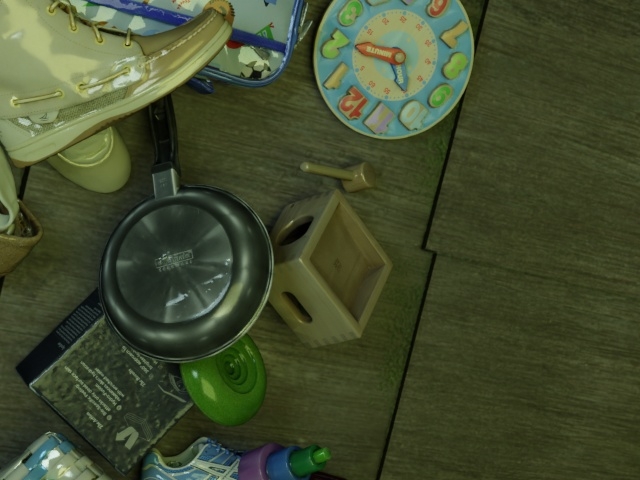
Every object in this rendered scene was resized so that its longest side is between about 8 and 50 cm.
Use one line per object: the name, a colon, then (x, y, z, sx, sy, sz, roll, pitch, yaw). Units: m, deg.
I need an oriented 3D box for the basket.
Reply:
basket: (-0.272, 0.373, 1.359, 0.255, 0.201, 0.289, -41, 93, -14)

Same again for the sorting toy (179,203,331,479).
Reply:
sorting toy: (-0.079, 0.104, 1.384, 0.127, 0.126, 0.365, -12, 78, -57)

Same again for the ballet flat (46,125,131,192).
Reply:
ballet flat: (-0.287, -0.144, 1.352, 0.086, 0.086, 0.248, -44, 113, -12)

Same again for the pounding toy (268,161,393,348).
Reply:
pounding toy: (-0.003, -0.011, 1.491, 0.181, 0.094, 0.206, 53, 42, -25)

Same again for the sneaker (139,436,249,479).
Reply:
sneaker: (-0.112, 0.275, 1.491, 0.211, 0.080, 0.081, -7, 98, -18)

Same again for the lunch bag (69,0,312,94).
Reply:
lunch bag: (-0.151, -0.291, 1.374, 0.303, 0.115, 0.243, 12, 95, -24)

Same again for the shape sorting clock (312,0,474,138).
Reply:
shape sorting clock: (0.090, -0.222, 1.514, 0.206, 0.040, 0.206, -5, 109, -15)

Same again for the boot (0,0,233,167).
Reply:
boot: (-0.240, -0.217, 1.252, 0.262, 0.095, 0.203, -28, 107, 3)

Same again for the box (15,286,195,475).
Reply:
box: (-0.227, 0.148, 1.417, 0.158, 0.093, 0.156, -45, 113, -12)

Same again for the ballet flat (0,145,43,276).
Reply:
ballet flat: (-0.397, -0.103, 1.271, 0.124, 0.116, 0.342, -22, 117, 24)

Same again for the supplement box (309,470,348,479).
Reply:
supplement box: (0.018, 0.350, 1.504, 0.081, 0.188, 0.104, 19, 90, -25)

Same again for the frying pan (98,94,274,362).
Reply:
frying pan: (-0.135, -0.031, 1.349, 0.197, 0.053, 0.326, 7, 77, 16)
